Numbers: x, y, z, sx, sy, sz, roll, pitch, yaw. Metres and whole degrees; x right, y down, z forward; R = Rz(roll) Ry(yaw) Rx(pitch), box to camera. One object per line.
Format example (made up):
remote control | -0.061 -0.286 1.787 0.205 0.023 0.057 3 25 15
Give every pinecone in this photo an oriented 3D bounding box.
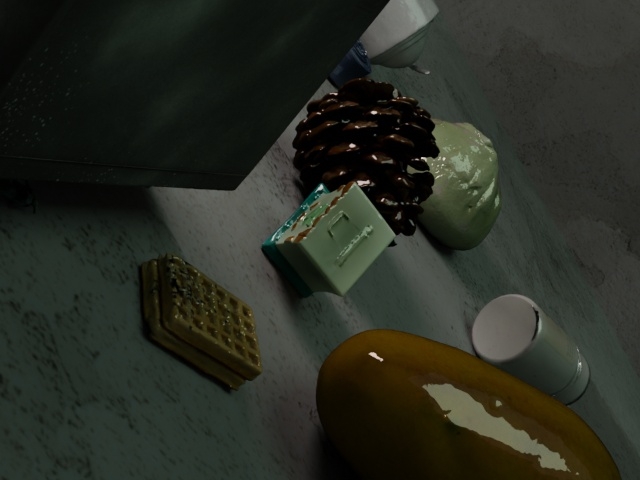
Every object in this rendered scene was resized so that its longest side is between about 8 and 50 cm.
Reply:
pinecone | 0.068 -0.119 1.634 0.224 0.224 0.272 35 43 -48

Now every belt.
belt | 0.027 -0.389 2.089 0.190 0.082 0.141 64 15 7

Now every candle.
candle | 0.108 -0.484 2.226 0.342 0.221 0.221 59 20 -12

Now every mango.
mango | 0.170 0.252 1.291 0.446 0.232 0.300 36 -4 -29

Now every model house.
model house | 0.000 0.000 1.442 0.127 0.149 0.100 -47 110 -24

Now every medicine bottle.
medicine bottle | 0.400 0.212 2.049 0.258 0.143 0.143 38 29 -43

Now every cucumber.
cucumber | -0.301 -0.080 0.970 0.155 0.037 0.037 46 24 -32

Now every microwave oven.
microwave oven | -0.162 -0.243 1.002 0.236 0.374 0.432 48 19 17

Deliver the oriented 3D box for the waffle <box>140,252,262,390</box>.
waffle | -0.124 0.084 1.148 0.148 0.042 0.102 40 27 -40

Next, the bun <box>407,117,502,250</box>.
bun | 0.264 -0.133 2.147 0.293 0.187 0.293 51 22 -29
